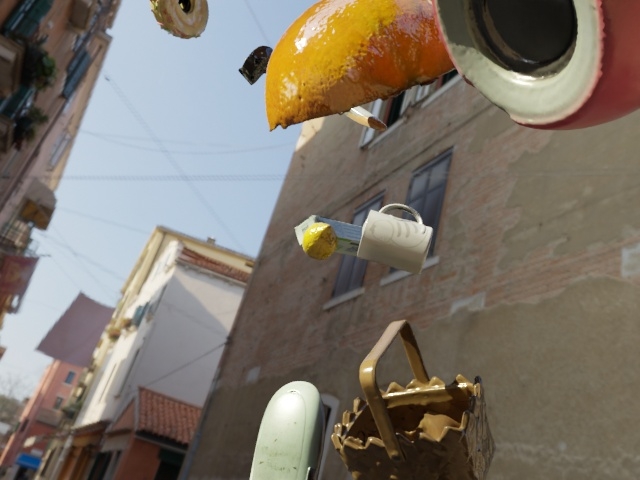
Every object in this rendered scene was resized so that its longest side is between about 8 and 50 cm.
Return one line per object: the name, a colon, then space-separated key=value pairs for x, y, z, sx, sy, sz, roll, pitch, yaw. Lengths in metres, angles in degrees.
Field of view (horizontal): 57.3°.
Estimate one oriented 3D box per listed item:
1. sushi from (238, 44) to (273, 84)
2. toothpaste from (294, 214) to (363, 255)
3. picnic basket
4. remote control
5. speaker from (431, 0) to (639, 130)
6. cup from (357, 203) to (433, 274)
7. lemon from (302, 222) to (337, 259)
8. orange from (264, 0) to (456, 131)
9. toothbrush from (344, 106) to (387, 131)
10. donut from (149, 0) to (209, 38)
sushi: x=-0.156 y=-0.459 z=1.503 sx=0.056 sy=0.085 sz=0.083 roll=48 pitch=-31 yaw=10
toothpaste: x=0.074 y=-0.007 z=1.791 sx=0.337 sy=0.067 sz=0.081 roll=11 pitch=-37 yaw=-46
picnic basket: x=0.173 y=0.341 z=1.155 sx=0.292 sy=0.254 sz=0.320 roll=-15 pitch=-81 yaw=28
remote control: x=-0.049 y=0.301 z=0.723 sx=0.098 sy=0.255 sz=0.045 roll=-4 pitch=-25 yaw=30
speaker: x=0.260 y=-0.258 z=0.605 sx=0.295 sy=0.294 sz=0.294 roll=13 pitch=-28 yaw=7
cup: x=0.152 y=-0.013 z=1.161 sx=0.133 sy=0.135 sz=0.099 roll=17 pitch=-7 yaw=8
lemon: x=0.000 y=0.000 z=1.066 sx=0.065 sy=0.065 sz=0.092 roll=18 pitch=-38 yaw=-4
orange: x=0.076 y=-0.270 z=0.911 sx=0.311 sy=0.274 sz=0.274 roll=9 pitch=-25 yaw=-18
toothbrush: x=0.011 y=-0.285 z=1.132 sx=0.375 sy=0.028 sz=0.037 roll=44 pitch=-32 yaw=41
donut: x=-0.344 y=-0.571 z=1.411 sx=0.068 sy=0.174 sz=0.174 roll=5 pitch=-30 yaw=31
